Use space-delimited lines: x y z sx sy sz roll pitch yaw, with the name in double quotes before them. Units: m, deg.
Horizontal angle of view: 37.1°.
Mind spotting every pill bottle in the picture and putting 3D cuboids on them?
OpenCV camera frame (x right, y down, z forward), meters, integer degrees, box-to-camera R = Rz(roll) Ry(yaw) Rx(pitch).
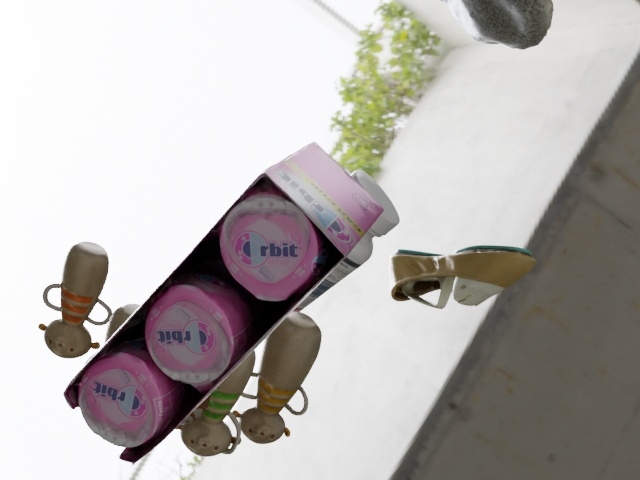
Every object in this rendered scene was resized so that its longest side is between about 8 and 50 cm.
"pill bottle" 0.000 0.000 1.139 0.180 0.108 0.108 -38 -71 18

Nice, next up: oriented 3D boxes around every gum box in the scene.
"gum box" -0.057 0.036 0.549 0.062 0.107 0.188 44 -70 0

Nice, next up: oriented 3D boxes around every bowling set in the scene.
"bowling set" -0.150 0.135 0.891 0.287 0.200 0.154 20 -67 -2

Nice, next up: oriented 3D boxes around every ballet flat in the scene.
"ballet flat" 0.165 0.047 1.142 0.080 0.232 0.073 16 -100 -30

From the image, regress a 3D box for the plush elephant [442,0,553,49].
"plush elephant" 0.128 -0.262 0.487 0.330 0.255 0.271 -12 -43 14
